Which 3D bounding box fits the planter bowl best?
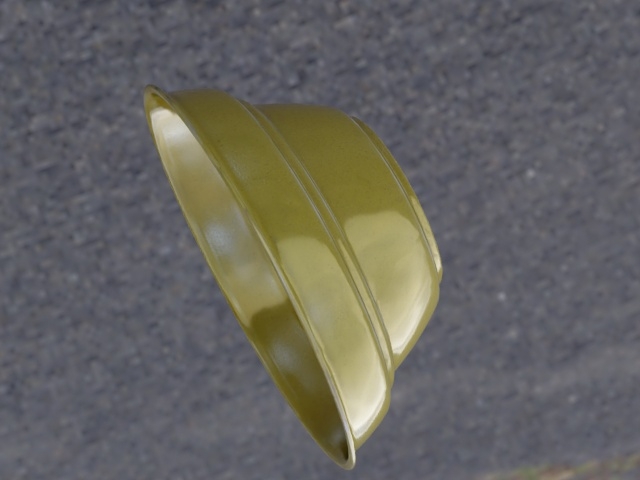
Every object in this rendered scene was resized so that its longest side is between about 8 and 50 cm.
[{"bbox_3d":[0.000,0.000,0.902,0.090,0.217,0.217,-27,158,-10],"label":"planter bowl"}]
